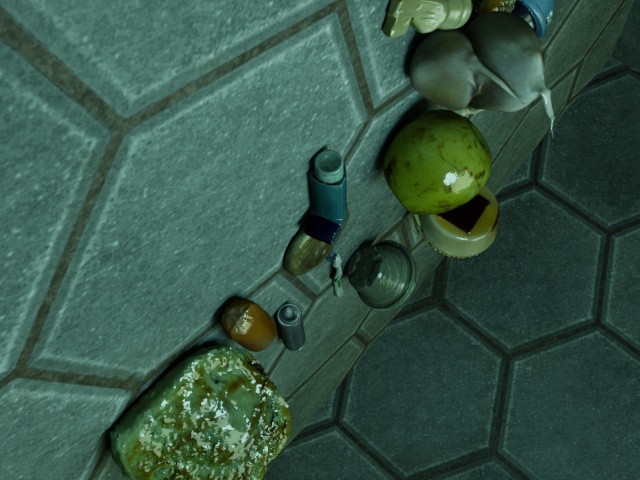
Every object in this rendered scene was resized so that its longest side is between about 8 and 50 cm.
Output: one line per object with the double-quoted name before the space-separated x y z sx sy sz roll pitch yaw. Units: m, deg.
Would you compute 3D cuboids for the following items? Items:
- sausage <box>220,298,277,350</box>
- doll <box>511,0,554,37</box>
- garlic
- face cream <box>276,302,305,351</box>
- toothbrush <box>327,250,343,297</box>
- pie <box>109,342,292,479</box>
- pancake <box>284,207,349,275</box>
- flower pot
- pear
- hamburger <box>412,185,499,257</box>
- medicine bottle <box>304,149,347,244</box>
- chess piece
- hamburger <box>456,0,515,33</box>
"sausage" -0.172 0.210 1.709 0.105 0.105 0.274 -49 162 -8
"doll" 0.490 -0.540 1.782 0.314 0.141 0.177 -49 166 5
"garlic" 0.333 -0.357 1.492 0.231 0.340 0.246 -10 114 -16
"face cream" -0.084 0.267 2.077 0.073 0.073 0.283 -45 161 -17
"toothbrush" 0.054 0.114 2.166 0.042 0.040 0.418 -49 162 -12
"pie" -0.273 0.442 1.676 0.418 0.180 0.395 42 77 -39
"pancake" 0.000 0.000 1.794 0.242 0.050 0.242 -45 162 -19
"flower pot" 0.178 0.100 2.209 0.140 0.235 0.235 23 106 -49
"pear" 0.298 -0.200 1.804 0.283 0.283 0.283 -45 161 -20
"hamburger" 0.466 -0.082 2.377 0.302 0.302 0.170 -43 167 -23
"medicine bottle" 0.016 -0.098 1.581 0.258 0.079 0.124 88 27 -62
"chess piece" 0.203 -0.452 1.375 0.200 0.090 0.090 -21 147 -38
"hamburger" 0.387 -0.533 1.615 0.164 0.093 0.189 -41 162 -30
